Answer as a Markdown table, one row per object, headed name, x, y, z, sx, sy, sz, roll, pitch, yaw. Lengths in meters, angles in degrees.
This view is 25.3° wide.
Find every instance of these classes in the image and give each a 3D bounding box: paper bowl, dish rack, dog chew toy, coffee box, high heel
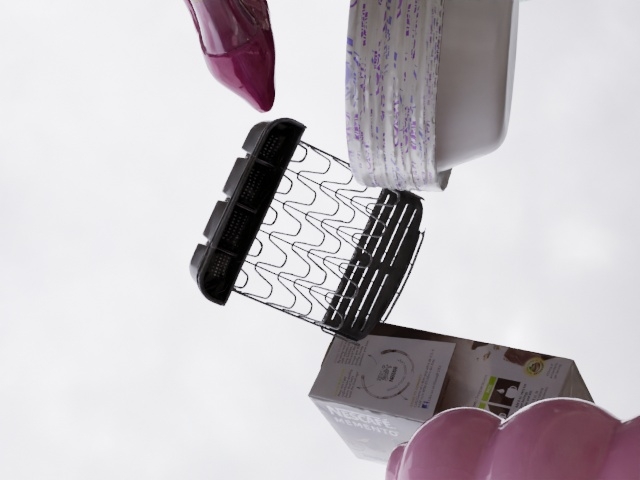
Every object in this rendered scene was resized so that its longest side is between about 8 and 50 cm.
| name | x | y | z | sx | sy | sz | roll | pitch | yaw |
| --- | --- | --- | --- | --- | --- | --- | --- | --- | --- |
| paper bowl | 0.118 | -0.189 | 1.414 | 0.148 | 0.284 | 0.284 | 4 | -131 | 10 |
| dish rack | 0.000 | 0.000 | 1.556 | 0.272 | 0.074 | 0.208 | 24 | -89 | -32 |
| dog chew toy | 0.213 | 0.219 | 1.153 | 0.206 | 0.332 | 0.206 | 10 | -90 | -69 |
| coffee box | 0.158 | 0.197 | 1.649 | 0.119 | 0.297 | 0.168 | -64 | -35 | -25 |
| high heel | -0.073 | -0.200 | 1.286 | 0.244 | 0.082 | 0.117 | -109 | -5 | -67 |

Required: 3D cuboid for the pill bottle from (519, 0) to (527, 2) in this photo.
| name | x | y | z | sx | sy | sz | roll | pitch | yaw |
| --- | --- | --- | --- | --- | --- | --- | --- | --- | --- |
| pill bottle | 0.279 | -0.425 | 1.849 | 0.204 | 0.361 | 0.204 | 3 | -96 | -24 |
